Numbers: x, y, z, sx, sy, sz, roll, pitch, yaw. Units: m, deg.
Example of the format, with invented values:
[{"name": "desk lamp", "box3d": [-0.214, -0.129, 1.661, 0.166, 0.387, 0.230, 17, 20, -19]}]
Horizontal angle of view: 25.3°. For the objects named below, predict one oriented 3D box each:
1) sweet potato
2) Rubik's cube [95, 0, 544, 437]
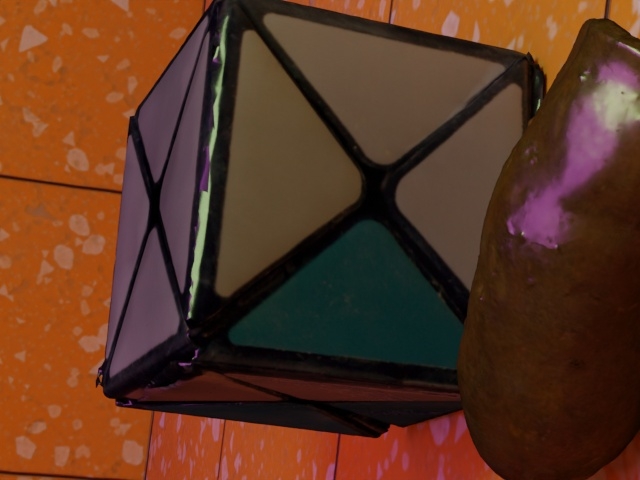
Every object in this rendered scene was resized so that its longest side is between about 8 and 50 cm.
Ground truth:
[{"name": "sweet potato", "box3d": [0.165, 0.037, 0.933, 0.158, 0.157, 0.370, -116, 38, -60]}, {"name": "Rubik's cube", "box3d": [0.000, 0.000, 1.233, 0.307, 0.305, 0.310, 146, 132, -64]}]
